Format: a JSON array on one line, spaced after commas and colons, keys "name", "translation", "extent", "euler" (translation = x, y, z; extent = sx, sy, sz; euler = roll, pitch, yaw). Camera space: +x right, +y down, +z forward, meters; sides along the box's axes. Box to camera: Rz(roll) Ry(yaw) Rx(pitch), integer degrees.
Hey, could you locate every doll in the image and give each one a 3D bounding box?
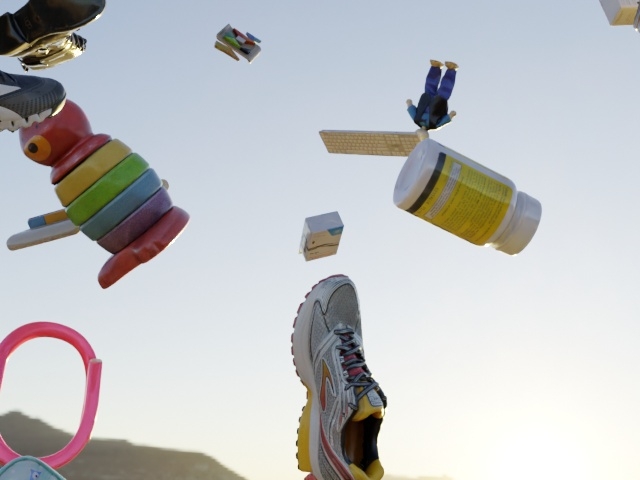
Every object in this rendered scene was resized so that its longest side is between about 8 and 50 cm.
[{"name": "doll", "translation": [0.244, -0.301, 1.755], "extent": [0.129, 0.189, 0.046], "euler": [16, 0, 33]}]

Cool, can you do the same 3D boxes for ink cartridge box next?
[{"name": "ink cartridge box", "translation": [0.000, 0.000, 1.082], "extent": [0.048, 0.028, 0.083], "euler": [-13, -33, -18]}, {"name": "ink cartridge box", "translation": [0.668, -0.507, 1.672], "extent": [0.135, 0.099, 0.056], "euler": [-5, -29, -9]}]

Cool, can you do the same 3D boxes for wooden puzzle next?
[{"name": "wooden puzzle", "translation": [-0.137, -0.336, 1.349], "extent": [0.078, 0.116, 0.014], "euler": [33, -56, -14]}, {"name": "wooden puzzle", "translation": [-0.428, -0.056, 1.458], "extent": [0.220, 0.044, 0.238], "euler": [-11, 15, 35]}]

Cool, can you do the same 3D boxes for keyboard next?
[{"name": "keyboard", "translation": [0.115, -0.218, 1.792], "extent": [0.256, 0.014, 0.072], "euler": [7, -42, 32]}]

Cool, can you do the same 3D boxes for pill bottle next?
[{"name": "pill bottle", "translation": [0.228, -0.062, 1.227], "extent": [0.208, 0.119, 0.119], "euler": [25, -23, -11]}]

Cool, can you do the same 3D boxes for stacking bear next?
[{"name": "stacking bear", "translation": [-0.355, -0.097, 1.251], "extent": [0.175, 0.164, 0.289], "euler": [-30, -74, 34]}]

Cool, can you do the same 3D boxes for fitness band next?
[{"name": "fitness band", "translation": [-0.530, 0.296, 1.515], "extent": [0.208, 0.291, 0.054], "euler": [11, -27, -22]}]

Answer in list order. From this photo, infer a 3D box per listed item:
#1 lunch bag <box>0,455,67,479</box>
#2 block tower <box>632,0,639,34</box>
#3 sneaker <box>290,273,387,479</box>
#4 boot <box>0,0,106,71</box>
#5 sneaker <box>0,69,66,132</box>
[{"name": "lunch bag", "translation": [-0.435, 0.452, 1.083], "extent": [0.224, 0.279, 0.108], "euler": [47, -42, -12]}, {"name": "block tower", "translation": [0.616, -0.384, 1.371], "extent": [0.090, 0.097, 0.335], "euler": [10, 23, 9]}, {"name": "sneaker", "translation": [0.031, 0.147, 0.822], "extent": [0.088, 0.225, 0.092], "euler": [-1, -4, -43]}, {"name": "boot", "translation": [-0.516, -0.414, 1.572], "extent": [0.262, 0.091, 0.229], "euler": [-20, 1, 6]}, {"name": "sneaker", "translation": [-0.404, -0.180, 0.905], "extent": [0.234, 0.078, 0.106], "euler": [-11, -47, -34]}]
